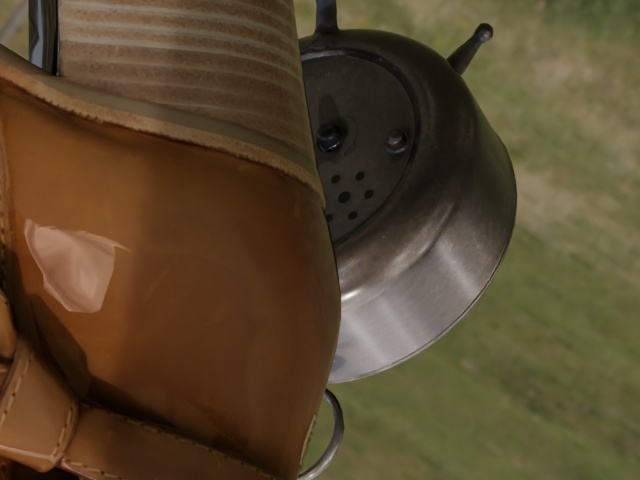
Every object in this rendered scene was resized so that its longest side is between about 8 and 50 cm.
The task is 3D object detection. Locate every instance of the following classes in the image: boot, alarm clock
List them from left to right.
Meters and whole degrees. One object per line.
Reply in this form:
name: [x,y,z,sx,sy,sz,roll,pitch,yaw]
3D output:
boot: [-0.136,0.024,0.464,0.283,0.220,0.109,3,163,-13]
alarm clock: [0.000,0.000,0.698,0.129,0.192,0.064,-7,148,25]
